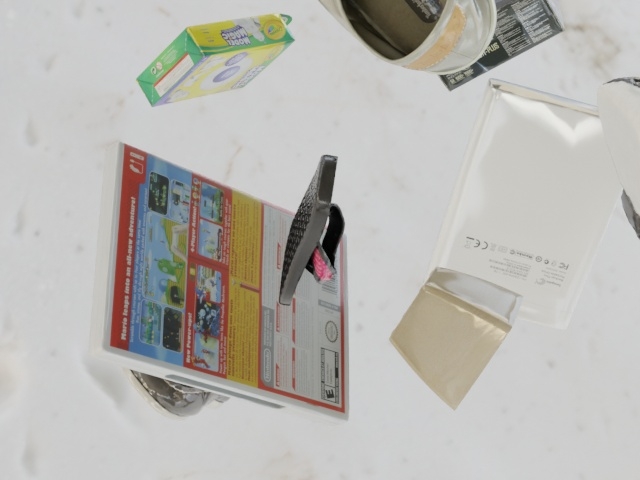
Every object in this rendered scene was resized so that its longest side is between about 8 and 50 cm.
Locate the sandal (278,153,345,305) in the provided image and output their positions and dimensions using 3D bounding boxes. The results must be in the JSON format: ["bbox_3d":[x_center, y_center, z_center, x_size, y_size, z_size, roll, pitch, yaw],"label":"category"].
[{"bbox_3d":[0.000,0.000,0.944,0.040,0.179,0.067,11,62,-8],"label":"sandal"}]

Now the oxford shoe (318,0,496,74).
[{"bbox_3d":[-0.006,-0.339,1.295,0.449,0.169,0.130,46,25,6],"label":"oxford shoe"}]

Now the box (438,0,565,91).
[{"bbox_3d":[0.234,-0.307,1.788,0.077,0.180,0.147,52,24,-27],"label":"box"}]

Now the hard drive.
[{"bbox_3d":[0.311,-0.048,1.925,0.233,0.353,0.047,15,29,0],"label":"hard drive"}]

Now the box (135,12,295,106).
[{"bbox_3d":[-0.107,-0.202,1.431,0.179,0.105,0.043,-24,80,-50],"label":"box"}]

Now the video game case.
[{"bbox_3d":[-0.083,0.045,1.203,0.285,0.025,0.204,22,57,-38],"label":"video game case"}]

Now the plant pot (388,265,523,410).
[{"bbox_3d":[0.133,0.089,1.324,0.096,0.109,0.109,33,21,4],"label":"plant pot"}]

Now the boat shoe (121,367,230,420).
[{"bbox_3d":[-0.145,0.140,1.520,0.112,0.095,0.335,47,3,10],"label":"boat shoe"}]

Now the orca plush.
[{"bbox_3d":[0.326,-0.049,1.074,0.102,0.151,0.287,-12,29,-4],"label":"orca plush"}]
